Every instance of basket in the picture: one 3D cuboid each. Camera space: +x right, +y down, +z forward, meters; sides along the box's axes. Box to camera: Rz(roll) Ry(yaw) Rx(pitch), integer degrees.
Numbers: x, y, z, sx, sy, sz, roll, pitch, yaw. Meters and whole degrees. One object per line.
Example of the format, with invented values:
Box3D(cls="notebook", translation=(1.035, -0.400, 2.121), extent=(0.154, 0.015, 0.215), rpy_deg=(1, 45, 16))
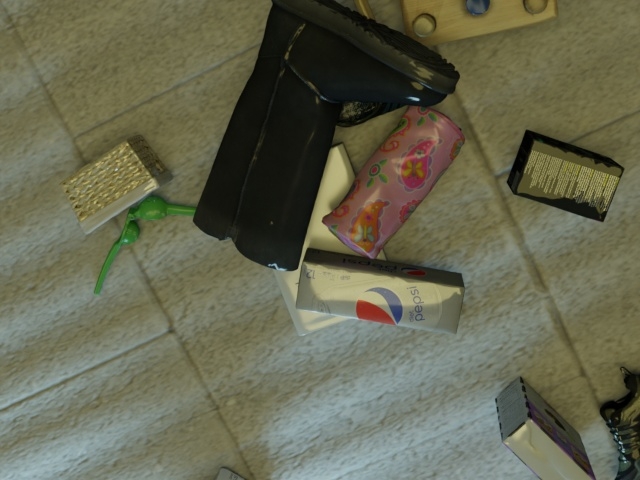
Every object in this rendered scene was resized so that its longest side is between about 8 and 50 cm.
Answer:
Box3D(cls="basket", translation=(-0.366, -0.104, 1.857), extent=(0.167, 0.113, 0.103), rpy_deg=(-32, 97, 11))

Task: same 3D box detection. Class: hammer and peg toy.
Box3D(cls="hammer and peg toy", translation=(0.194, -0.446, 1.719), extent=(0.361, 0.127, 0.266), rpy_deg=(-11, 103, 11))

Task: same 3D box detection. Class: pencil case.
Box3D(cls="pencil case", translation=(0.127, -0.106, 1.792), extent=(0.124, 0.124, 0.284), rpy_deg=(36, 92, -4))

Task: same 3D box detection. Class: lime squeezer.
Box3D(cls="lime squeezer", translation=(-0.320, -0.018, 1.914), extent=(0.310, 0.059, 0.110), rpy_deg=(-31, 131, 11))

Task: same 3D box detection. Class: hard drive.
Box3D(cls="hard drive", translation=(0.000, 0.000, 1.887), extent=(0.203, 0.040, 0.308), rpy_deg=(-19, 101, 9))

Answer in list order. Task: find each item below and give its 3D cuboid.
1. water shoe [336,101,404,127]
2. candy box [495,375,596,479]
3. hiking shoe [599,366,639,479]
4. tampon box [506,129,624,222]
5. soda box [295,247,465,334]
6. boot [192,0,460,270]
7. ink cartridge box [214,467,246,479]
Box3D(cls="water shoe", translation=(0.111, -0.249, 1.796), extent=(0.203, 0.080, 0.073), rpy_deg=(-30, 100, 11))
Box3D(cls="candy box", translation=(0.397, 0.352, 1.859), extent=(0.165, 0.196, 0.070), rpy_deg=(44, 104, -6))
Box3D(cls="hiking shoe", translation=(0.563, 0.345, 1.913), extent=(0.114, 0.086, 0.227), rpy_deg=(18, 99, 14))
Box3D(cls="tampon box", translation=(0.416, -0.111, 1.783), extent=(0.161, 0.120, 0.101), rpy_deg=(18, 104, 0))
Box3D(cls="soda box", translation=(0.104, 0.088, 1.830), extent=(0.286, 0.098, 0.091), rpy_deg=(9, 105, 1))
Box3D(cls="boot", translation=(-0.004, -0.143, 1.686), extent=(0.367, 0.146, 0.445), rpy_deg=(36, 113, 33))
Box3D(cls="ink cartridge box", translation=(-0.217, 0.606, 1.968), extent=(0.117, 0.207, 0.283), rpy_deg=(29, 105, -4))
